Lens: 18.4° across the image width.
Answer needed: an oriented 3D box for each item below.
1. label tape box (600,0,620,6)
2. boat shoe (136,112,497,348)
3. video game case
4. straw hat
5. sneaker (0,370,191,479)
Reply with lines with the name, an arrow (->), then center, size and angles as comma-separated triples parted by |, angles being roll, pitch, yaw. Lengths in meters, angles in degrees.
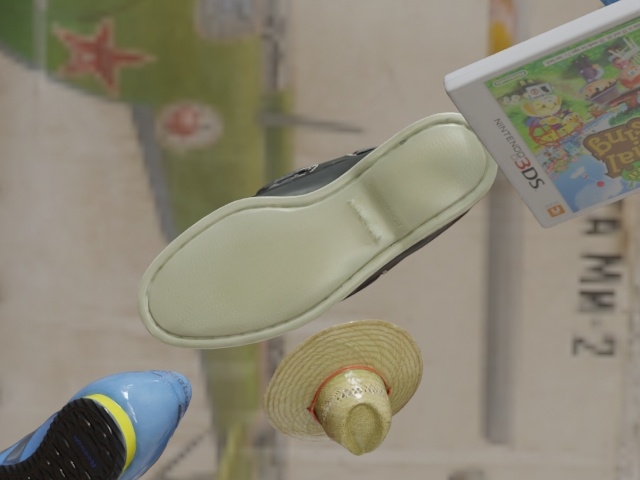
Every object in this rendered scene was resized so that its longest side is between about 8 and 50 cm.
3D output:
label tape box -> 0.364, -0.274, 2.083 | 0.115, 0.249, 0.348 | -44, -168, 16
boat shoe -> -0.002, -0.004, 1.755 | 0.127, 0.340, 0.113 | 57, -1, 5
video game case -> 0.232, -0.105, 1.548 | 0.193, 0.212, 0.023 | 49, 26, -44
straw hat -> 0.026, 0.134, 1.560 | 0.144, 0.144, 0.061 | 94, -20, -45
sneaker -> -0.152, 0.139, 1.222 | 0.209, 0.082, 0.069 | -37, -96, 41
